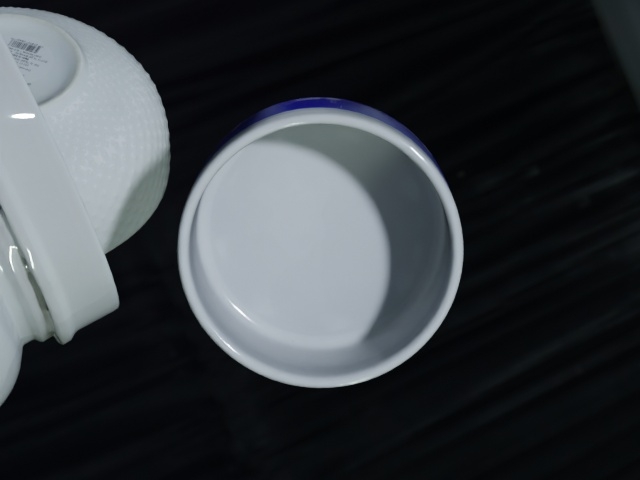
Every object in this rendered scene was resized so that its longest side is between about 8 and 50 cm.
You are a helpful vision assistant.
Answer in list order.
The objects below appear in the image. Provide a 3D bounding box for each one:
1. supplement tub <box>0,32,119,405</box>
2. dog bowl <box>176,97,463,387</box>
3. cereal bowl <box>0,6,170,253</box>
[{"bbox_3d":[-0.277,0.014,0.821,0.235,0.325,0.235,59,168,20],"label":"supplement tub"},{"bbox_3d":[0.000,0.000,1.778,0.104,0.265,0.264,-88,-16,-76],"label":"dog bowl"},{"bbox_3d":[-0.321,-0.127,1.908,0.339,0.339,0.141,44,147,32],"label":"cereal bowl"}]
